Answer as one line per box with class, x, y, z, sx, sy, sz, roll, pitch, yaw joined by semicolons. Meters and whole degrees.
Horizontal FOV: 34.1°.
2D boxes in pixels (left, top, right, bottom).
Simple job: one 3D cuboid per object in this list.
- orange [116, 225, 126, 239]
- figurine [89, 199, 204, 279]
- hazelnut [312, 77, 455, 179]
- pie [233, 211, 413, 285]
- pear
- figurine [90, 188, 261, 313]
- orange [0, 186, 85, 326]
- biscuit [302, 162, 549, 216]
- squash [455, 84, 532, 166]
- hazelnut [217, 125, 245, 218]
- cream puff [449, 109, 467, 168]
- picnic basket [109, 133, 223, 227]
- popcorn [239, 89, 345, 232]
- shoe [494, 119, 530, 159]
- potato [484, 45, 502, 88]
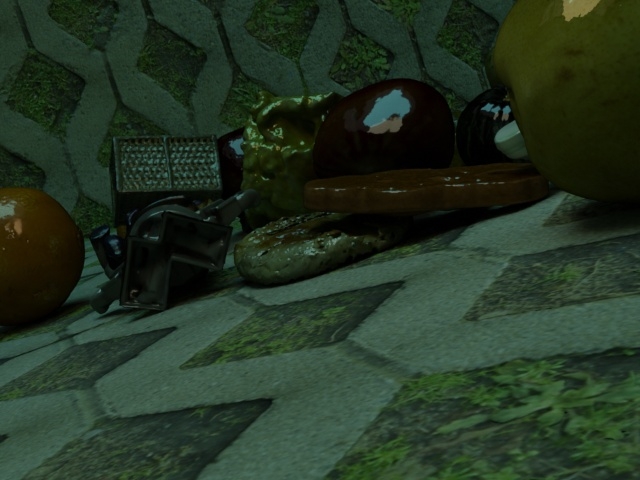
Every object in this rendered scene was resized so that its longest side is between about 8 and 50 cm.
orange;-0.323;-0.042;2.101;0.193;0.161;0.193;-28;9;5
figurine;-0.285;0.010;1.854;0.222;0.145;0.145;-29;12;-33
hazelnut;0.104;-0.144;1.615;0.229;0.229;0.229;-18;8;3
pie;0.000;0.000;1.469;0.274;0.055;0.274;-15;13;3
pear;0.345;-0.181;1.104;0.314;0.314;0.314;-18;8;3
figurine;-0.225;0.008;1.600;0.308;0.143;0.308;-16;11;3
orange;-0.531;0.027;1.823;0.246;0.246;0.246;-18;8;3
biscuit;0.142;-0.067;1.431;0.333;0.047;0.202;-3;11;2
squash;0.300;-0.172;1.613;0.193;0.156;0.193;-25;29;15
hazelnut;-0.117;-0.121;2.105;0.234;0.218;0.218;-17;5;-44
cream puff;0.246;-0.167;1.895;0.146;0.116;0.146;-1;28;1
picnic basket;-0.290;-0.103;1.945;0.196;0.134;0.154;-3;-31;-17
popcorn;-0.025;-0.150;1.864;0.293;0.293;0.237;-23;25;-29
shoe;0.338;-0.141;1.444;0.095;0.110;0.265;-20;8;43
potato;0.377;-0.234;1.751;0.160;0.111;0.271;-16;-34;26
